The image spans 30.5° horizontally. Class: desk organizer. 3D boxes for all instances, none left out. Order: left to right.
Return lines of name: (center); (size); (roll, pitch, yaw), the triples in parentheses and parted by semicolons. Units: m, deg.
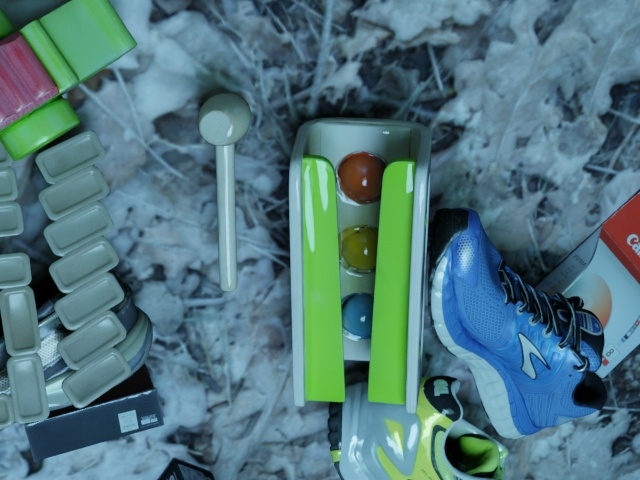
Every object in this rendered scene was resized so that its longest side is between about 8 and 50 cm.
desk organizer: (-0.227, 0.169, 1.162); (0.130, 0.050, 0.047); (-14, 120, -13)

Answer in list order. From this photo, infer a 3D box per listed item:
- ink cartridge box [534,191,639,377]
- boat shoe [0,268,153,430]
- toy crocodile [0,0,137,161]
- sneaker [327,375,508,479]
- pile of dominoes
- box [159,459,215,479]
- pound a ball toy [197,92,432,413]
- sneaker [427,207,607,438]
ink cartridge box: (0.339, 0.053, 1.322); (0.179, 0.045, 0.145); (-42, 123, 7)
boat shoe: (-0.333, 0.115, 1.063); (0.355, 0.132, 0.130); (-27, 113, -16)
toy crocodile: (-0.302, -0.097, 0.929); (0.340, 0.105, 0.115); (-31, 99, -16)
sneaker: (0.149, 0.297, 1.295); (0.147, 0.145, 0.384); (-18, 128, 22)
pile of dominoes: (-0.272, 0.035, 1.011); (0.196, 0.040, 0.251); (-8, 90, -18)
box: (-0.147, 0.366, 1.190); (0.056, 0.231, 0.183); (29, 104, -34)
pound a ball toy: (0.000, 0.000, 1.133); (0.208, 0.135, 0.319); (2, 118, 6)
sneaker: (0.211, 0.078, 1.211); (0.147, 0.129, 0.330); (-14, 134, 24)
